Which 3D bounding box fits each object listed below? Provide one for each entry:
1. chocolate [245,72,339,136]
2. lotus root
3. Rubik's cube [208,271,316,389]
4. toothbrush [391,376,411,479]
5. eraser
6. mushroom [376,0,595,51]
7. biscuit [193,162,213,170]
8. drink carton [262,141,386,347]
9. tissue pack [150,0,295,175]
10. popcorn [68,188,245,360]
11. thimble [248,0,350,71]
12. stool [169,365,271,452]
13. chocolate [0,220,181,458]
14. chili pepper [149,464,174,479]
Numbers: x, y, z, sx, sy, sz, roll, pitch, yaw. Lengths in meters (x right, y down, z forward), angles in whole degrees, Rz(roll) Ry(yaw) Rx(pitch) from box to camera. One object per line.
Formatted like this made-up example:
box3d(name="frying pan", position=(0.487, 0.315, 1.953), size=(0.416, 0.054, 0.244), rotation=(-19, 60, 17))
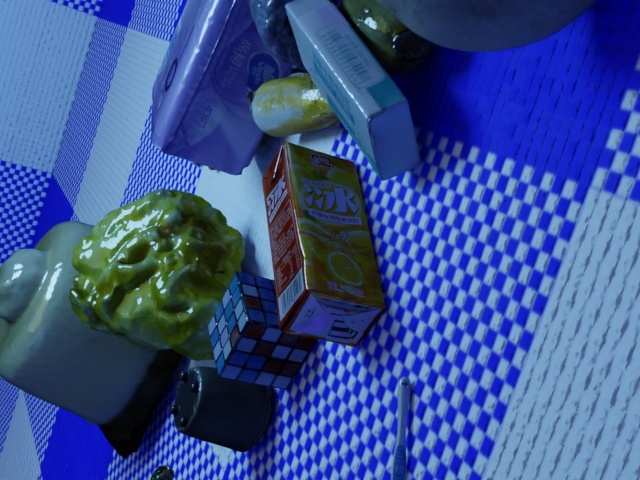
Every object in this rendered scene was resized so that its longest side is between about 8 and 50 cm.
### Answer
box3d(name="chocolate", position=(-0.007, -0.170, 1.235), size=(0.219, 0.085, 0.086), rotation=(7, 83, 60))
box3d(name="lotus root", position=(0.077, -0.229, 1.066), size=(0.183, 0.077, 0.090), rotation=(-121, 9, -59))
box3d(name="Rubik's cube", position=(-0.069, 0.106, 1.177), size=(0.092, 0.092, 0.092), rotation=(-61, 28, 29))
box3d(name="toothbrush", position=(0.071, 0.205, 0.918), size=(0.017, 0.014, 0.162), rotation=(127, 151, -67))
box3d(name="eraser", position=(0.033, -0.168, 1.060), size=(0.225, 0.052, 0.096), rotation=(59, 173, 41))
box3d(name="mushroom", position=(0.138, -0.265, 0.851), size=(0.243, 0.243, 0.244), rotation=(-43, 40, 50))
box3d(name="biscuit", position=(-0.191, -0.194, 1.692), size=(0.131, 0.026, 0.237), rotation=(-54, 32, 42))
box3d(name="drink carton", position=(0.000, 0.000, 1.087), size=(0.071, 0.096, 0.223), rotation=(-55, 32, 38))
box3d(name="tissue pack", position=(-0.110, -0.293, 1.409), size=(0.338, 0.160, 0.242), rotation=(-61, 22, 25))
box3d(name="popcorn", position=(-0.213, 0.041, 1.396), size=(0.285, 0.173, 0.225), rotation=(7, 75, 38))
box3d(name="thimble", position=(-0.006, -0.281, 1.196), size=(0.150, 0.150, 0.098), rotation=(-63, 26, 26))
box3d(name="stool", position=(-0.120, 0.201, 1.210), size=(0.096, 0.110, 0.096), rotation=(-42, 39, 45))
box3d(name="chocolate", position=(-0.392, 0.133, 1.623), size=(0.314, 0.297, 0.326), rotation=(-111, 41, -59))
box3d(name="chili pepper", position=(-0.179, 0.428, 1.229), size=(0.110, 0.110, 0.387), rotation=(-66, 29, 19))
